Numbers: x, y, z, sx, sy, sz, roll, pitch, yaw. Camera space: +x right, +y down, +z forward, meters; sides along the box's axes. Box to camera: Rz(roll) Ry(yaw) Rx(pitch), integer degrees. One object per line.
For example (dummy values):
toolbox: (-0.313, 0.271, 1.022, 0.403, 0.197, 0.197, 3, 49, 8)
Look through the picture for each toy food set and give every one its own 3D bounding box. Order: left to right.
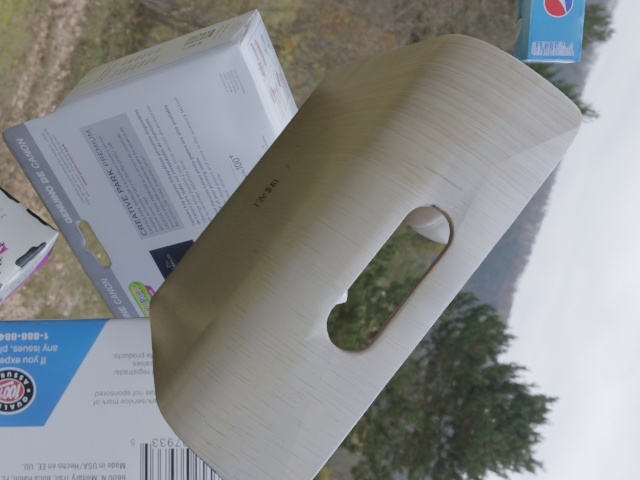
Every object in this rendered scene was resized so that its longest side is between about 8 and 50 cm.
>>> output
toy food set: (0.000, 0.000, 0.449, 0.220, 0.092, 0.306, -52, -164, -3)

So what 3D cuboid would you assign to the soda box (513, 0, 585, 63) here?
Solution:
soda box: (0.282, -0.324, 0.889, 0.071, 0.067, 0.210, -89, -179, -79)

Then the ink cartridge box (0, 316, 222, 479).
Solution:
ink cartridge box: (-0.171, 0.267, 0.655, 0.166, 0.285, 0.395, 73, 16, -84)

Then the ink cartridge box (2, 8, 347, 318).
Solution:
ink cartridge box: (-0.143, -0.054, 0.815, 0.130, 0.271, 0.310, -83, 154, -59)

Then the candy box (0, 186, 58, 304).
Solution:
candy box: (-0.418, -0.017, 0.749, 0.071, 0.233, 0.159, -47, -174, 48)
